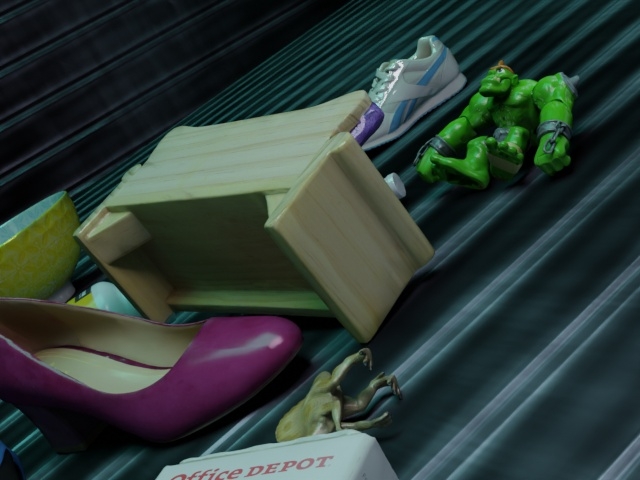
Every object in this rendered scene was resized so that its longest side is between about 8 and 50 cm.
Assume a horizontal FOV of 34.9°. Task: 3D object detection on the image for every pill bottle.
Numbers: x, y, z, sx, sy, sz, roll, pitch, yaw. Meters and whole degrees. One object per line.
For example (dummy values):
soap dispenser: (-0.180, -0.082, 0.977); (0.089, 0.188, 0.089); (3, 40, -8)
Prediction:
pill bottle: (-0.267, 0.113, 1.201); (0.184, 0.103, 0.103); (-33, 16, -2)
pill bottle: (0.055, -0.047, 1.169); (0.083, 0.043, 0.043); (-25, 17, 23)

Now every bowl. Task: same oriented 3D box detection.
bowl: (-0.514, 0.056, 1.753); (0.289, 0.156, 0.289); (-31, 16, 10)

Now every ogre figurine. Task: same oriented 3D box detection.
ogre figurine: (0.187, -0.114, 1.040); (0.118, 0.097, 0.197); (-59, 10, -22)

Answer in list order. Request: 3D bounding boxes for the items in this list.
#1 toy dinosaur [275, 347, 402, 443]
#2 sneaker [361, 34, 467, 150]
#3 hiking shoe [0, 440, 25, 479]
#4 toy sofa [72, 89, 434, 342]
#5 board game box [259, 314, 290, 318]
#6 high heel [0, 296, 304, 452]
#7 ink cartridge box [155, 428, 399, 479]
toy dinosaur: (0.007, 0.117, 0.751); (0.093, 0.053, 0.183); (-29, 16, 16)
sneaker: (0.102, -0.205, 1.469); (0.229, 0.092, 0.087); (-39, 18, -19)
hiking shoe: (-0.348, 0.236, 0.980); (0.113, 0.132, 0.304); (-40, -6, -21)
toy sofa: (-0.065, -0.017, 1.004); (0.363, 0.150, 0.177); (-3, 42, 48)
board game box: (0.000, 0.000, 1.091); (0.126, 0.026, 0.186); (-26, 30, 23)
high heel: (-0.194, 0.096, 0.962); (0.377, 0.181, 0.127); (-23, 19, 33)
ink cartridge box: (-0.053, 0.204, 0.516); (0.154, 0.093, 0.212); (-16, 23, 32)
